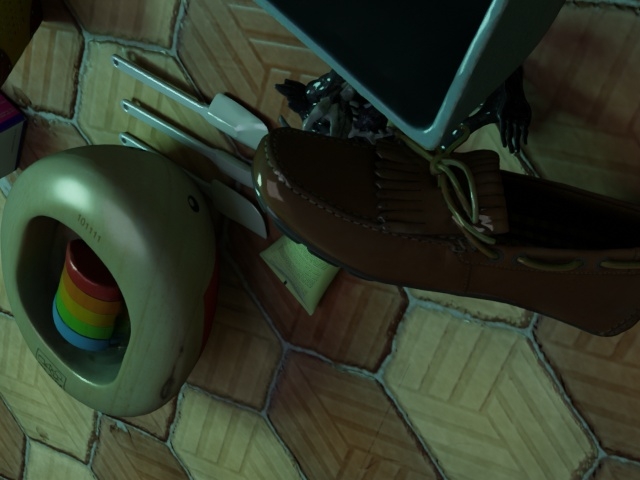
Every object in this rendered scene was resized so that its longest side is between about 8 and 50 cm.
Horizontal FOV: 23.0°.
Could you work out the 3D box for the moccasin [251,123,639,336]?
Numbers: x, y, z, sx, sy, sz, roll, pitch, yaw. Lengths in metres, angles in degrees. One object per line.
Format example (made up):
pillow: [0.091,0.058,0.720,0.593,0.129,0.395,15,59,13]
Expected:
moccasin: [0.127,-0.024,1.345,0.380,0.139,0.147,19,131,-8]

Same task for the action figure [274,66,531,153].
action figure: [0.054,-0.101,1.473,0.164,0.141,0.275,35,148,-29]

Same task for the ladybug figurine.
ladybug figurine: [-0.244,0.043,1.895,0.305,0.162,0.449,45,145,10]

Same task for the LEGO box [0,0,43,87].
LEGO box: [-0.536,-0.420,1.707,0.372,0.193,0.500,4,127,9]

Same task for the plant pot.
plant pot: [0.108,-0.275,1.191,0.248,0.252,0.247,42,142,15]

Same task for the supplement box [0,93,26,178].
supplement box: [-0.502,-0.174,2.060,0.220,0.114,0.111,44,143,16]

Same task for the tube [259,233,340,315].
tube: [0.000,0.000,1.697,0.240,0.062,0.070,129,144,-57]

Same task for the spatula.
spatula: [-0.149,-0.118,1.797,0.242,0.019,0.168,32,143,29]
